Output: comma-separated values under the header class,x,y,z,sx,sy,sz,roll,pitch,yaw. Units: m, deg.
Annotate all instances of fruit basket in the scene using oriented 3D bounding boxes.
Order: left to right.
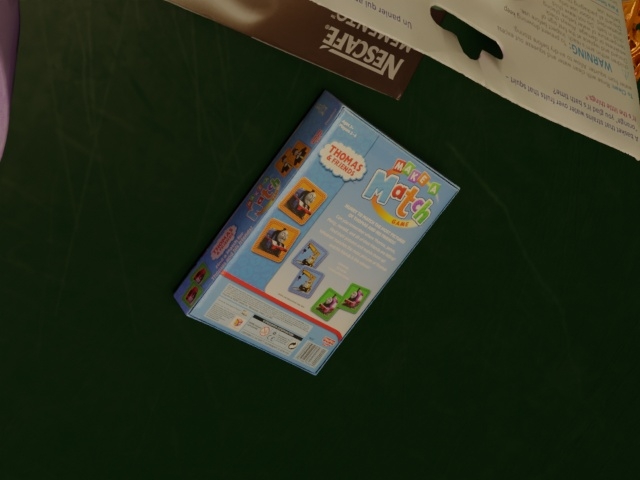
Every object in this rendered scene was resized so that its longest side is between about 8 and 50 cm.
class,x,y,z,sx,sy,sz,roll,pitch,yaw
fruit basket,0.061,-0.243,0.665,0.327,0.165,0.353,17,66,-38

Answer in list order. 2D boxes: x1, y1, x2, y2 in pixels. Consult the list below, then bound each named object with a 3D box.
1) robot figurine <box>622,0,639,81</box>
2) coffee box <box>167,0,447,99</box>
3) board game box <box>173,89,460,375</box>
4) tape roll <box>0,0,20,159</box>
class,x,y,z,sx,sy,sz,roll,pitch,yaw
robot figurine,0.250,-0.251,0.879,0.211,0.085,0.291,-37,150,-53
coffee box,-0.025,-0.210,0.773,0.246,0.098,0.141,18,109,-37
board game box,0.000,0.000,0.963,0.160,0.039,0.211,31,101,-40
tape roll,-0.302,-0.105,0.601,0.274,0.090,0.275,-5,134,-5
